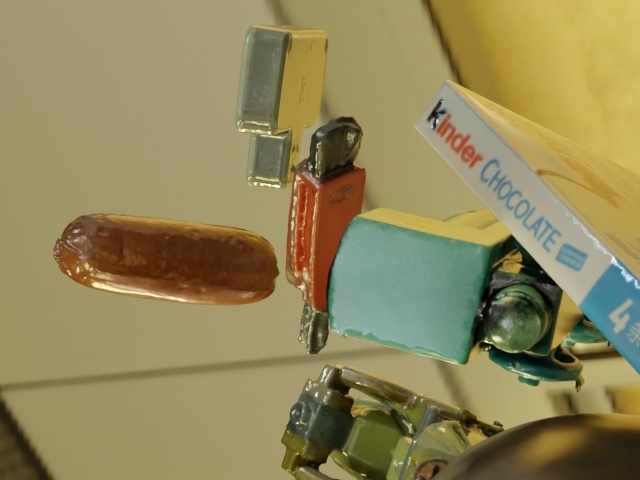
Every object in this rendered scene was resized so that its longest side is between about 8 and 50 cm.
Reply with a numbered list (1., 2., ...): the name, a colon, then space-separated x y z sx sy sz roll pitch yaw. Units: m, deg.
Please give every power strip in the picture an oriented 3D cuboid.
1. power strip: -0.050 -0.158 2.009 0.265 0.059 0.193 -32 -50 -78

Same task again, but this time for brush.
1. brush: 0.000 0.000 1.815 0.070 0.051 0.323 -24 -41 -32

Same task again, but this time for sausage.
1. sausage: -0.133 0.017 1.470 0.197 0.076 0.076 8 -107 -24

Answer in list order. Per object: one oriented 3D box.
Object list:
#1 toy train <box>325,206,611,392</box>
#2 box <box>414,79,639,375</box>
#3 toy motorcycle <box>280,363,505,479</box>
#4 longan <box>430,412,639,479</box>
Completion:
1. toy train: 0.135 0.025 1.321 0.298 0.194 0.120 -21 -57 -71
2. box: 0.220 0.019 1.102 0.265 0.048 0.273 21 -158 -41
3. toy motorcycle: 0.118 0.266 1.992 0.237 0.410 0.169 25 -96 -36
4. longan: 0.164 0.242 1.064 0.350 0.288 0.288 -19 -80 -75
